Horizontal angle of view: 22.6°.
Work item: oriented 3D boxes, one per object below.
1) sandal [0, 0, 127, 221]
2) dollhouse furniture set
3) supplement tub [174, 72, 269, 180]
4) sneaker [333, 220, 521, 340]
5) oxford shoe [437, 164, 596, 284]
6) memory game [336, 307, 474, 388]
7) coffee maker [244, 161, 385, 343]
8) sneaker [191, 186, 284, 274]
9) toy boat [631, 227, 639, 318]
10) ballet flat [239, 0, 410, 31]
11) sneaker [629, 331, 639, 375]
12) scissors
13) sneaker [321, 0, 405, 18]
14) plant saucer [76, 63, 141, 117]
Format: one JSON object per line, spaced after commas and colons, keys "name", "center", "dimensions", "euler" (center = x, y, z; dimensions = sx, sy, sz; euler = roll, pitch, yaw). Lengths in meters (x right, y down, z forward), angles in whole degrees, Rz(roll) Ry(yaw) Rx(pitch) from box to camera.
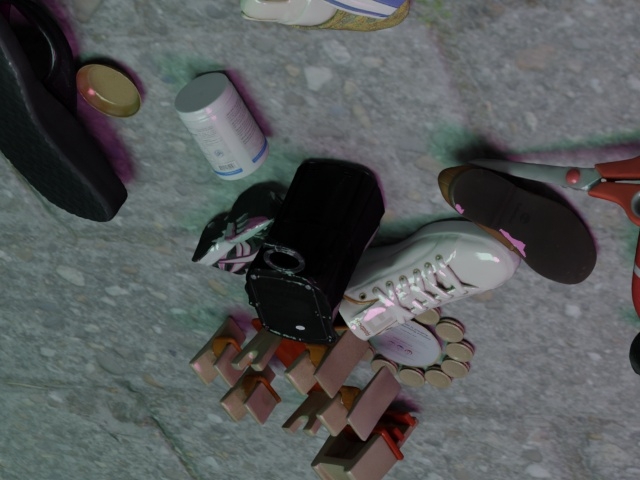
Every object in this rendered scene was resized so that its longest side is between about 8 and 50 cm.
{"name": "sandal", "center": [-0.342, -0.184, 1.835], "dimensions": [0.167, 0.107, 0.446], "euler": [18, 156, 27]}
{"name": "dollhouse furniture set", "center": [0.004, 0.193, 2.073], "dimensions": [0.262, 0.135, 0.259], "euler": [-1, 133, 50]}
{"name": "supplement tub", "center": [-0.109, -0.126, 1.790], "dimensions": [0.071, 0.071, 0.107], "euler": [-3, 134, 32]}
{"name": "sneaker", "center": [0.100, 0.063, 1.860], "dimensions": [0.290, 0.123, 0.106], "euler": [-15, 126, 40]}
{"name": "oxford shoe", "center": [0.215, -0.024, 1.745], "dimensions": [0.212, 0.076, 0.076], "euler": [34, -179, -25]}
{"name": "memory game", "center": [0.105, 0.125, 2.023], "dimensions": [0.186, 0.012, 0.186], "euler": [16, 142, 13]}
{"name": "coffee maker", "center": [0.000, 0.000, 1.791], "dimensions": [0.120, 0.178, 0.171], "euler": [23, 146, 2]}
{"name": "sneaker", "center": [-0.081, -0.007, 1.937], "dimensions": [0.077, 0.072, 0.178], "euler": [26, 153, -22]}
{"name": "toy boat", "center": [0.390, 0.043, 1.642], "dimensions": [0.151, 0.151, 0.231], "euler": [15, 142, 15]}
{"name": "ballet flat", "center": [-0.078, -0.281, 1.547], "dimensions": [0.348, 0.123, 0.123], "euler": [33, 143, -11]}
{"name": "sneaker", "center": [0.485, 0.186, 1.805], "dimensions": [0.281, 0.106, 0.162], "euler": [11, 144, 17]}
{"name": "scissors", "center": [0.272, -0.054, 1.633], "dimensions": [0.297, 0.109, 0.021], "euler": [-5, 159, 35]}
{"name": "sneaker", "center": [-0.004, -0.344, 1.415], "dimensions": [0.315, 0.127, 0.182], "euler": [37, 144, -12]}
{"name": "plant saucer", "center": [-0.242, -0.176, 1.851], "dimensions": [0.083, 0.015, 0.083], "euler": [16, 143, 13]}
